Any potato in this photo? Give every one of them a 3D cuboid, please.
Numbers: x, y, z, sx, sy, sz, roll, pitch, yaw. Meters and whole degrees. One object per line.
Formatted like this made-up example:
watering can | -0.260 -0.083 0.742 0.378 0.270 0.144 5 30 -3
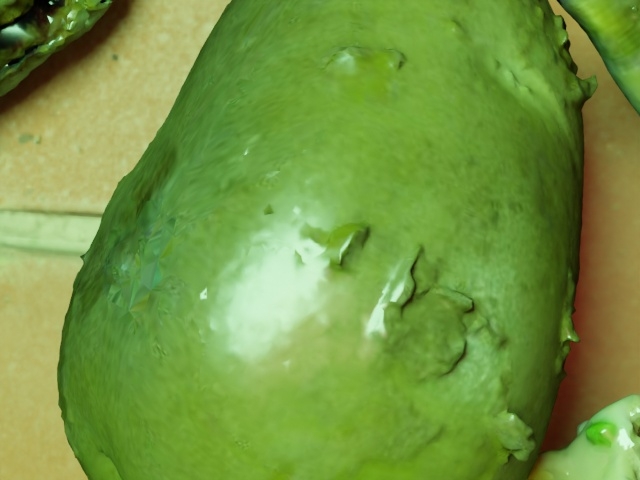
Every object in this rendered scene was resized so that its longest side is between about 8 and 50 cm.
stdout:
potato | 0.012 -0.005 0.445 0.269 0.219 0.359 10 77 58

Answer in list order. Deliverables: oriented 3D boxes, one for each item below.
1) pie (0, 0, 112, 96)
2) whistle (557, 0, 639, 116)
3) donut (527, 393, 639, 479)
pie | -0.288 -0.282 0.574 0.395 0.180 0.418 38 91 13
whistle | 0.234 -0.014 0.448 0.068 0.057 0.326 -42 100 -10
donut | 0.247 0.238 0.381 0.371 0.150 0.307 10 112 15
